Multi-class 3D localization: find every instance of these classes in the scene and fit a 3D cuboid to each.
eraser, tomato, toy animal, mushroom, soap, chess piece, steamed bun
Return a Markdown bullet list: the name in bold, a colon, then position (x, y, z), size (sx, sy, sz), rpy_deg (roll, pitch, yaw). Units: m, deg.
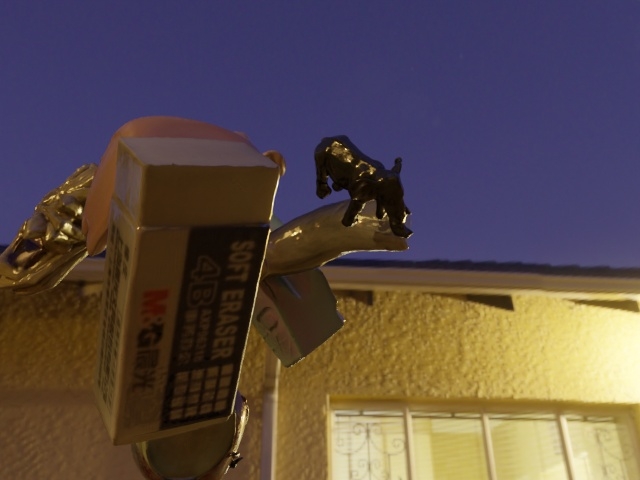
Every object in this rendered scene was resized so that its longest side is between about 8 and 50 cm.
- **eraser**: position (-0.128, 0.049, 0.573), size (0.124, 0.081, 0.279), rpy_deg (-3, -62, -34)
- **tomato**: position (-0.328, 0.489, 1.604), size (0.282, 0.317, 0.317), rpy_deg (27, -37, -10)
- **toy animal**: position (0.069, -0.094, 1.114), size (0.245, 0.114, 0.146), rpy_deg (31, -37, 22)
- **mushroom**: position (-0.001, 0.000, 1.383), size (0.397, 0.177, 0.126), rpy_deg (-17, -64, 18)
- **soap**: position (-0.136, 0.085, 1.581), size (0.156, 0.446, 0.261), rpy_deg (-34, -6, -26)
- **chess piece**: position (-0.319, 0.318, 1.240), size (0.182, 0.182, 0.330), rpy_deg (26, -6, -38)
- **toy animal**: position (-0.207, -0.075, 0.941), size (0.256, 0.195, 0.213), rpy_deg (5, -73, -31)
- **steamed bun**: position (-0.623, -0.059, 1.549), size (0.247, 0.428, 0.189), rpy_deg (11, -38, 29)
